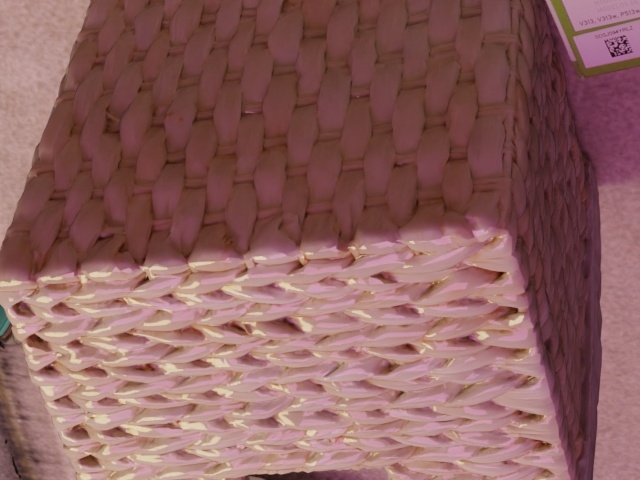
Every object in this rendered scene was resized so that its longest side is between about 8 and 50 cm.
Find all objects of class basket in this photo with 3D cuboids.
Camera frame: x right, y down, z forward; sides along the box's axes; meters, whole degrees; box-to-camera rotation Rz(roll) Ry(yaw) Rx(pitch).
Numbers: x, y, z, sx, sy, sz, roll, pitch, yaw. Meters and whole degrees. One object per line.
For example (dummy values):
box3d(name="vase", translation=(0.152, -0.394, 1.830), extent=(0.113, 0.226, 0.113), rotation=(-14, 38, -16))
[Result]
box3d(name="basket", translation=(0.000, 0.000, 1.023), extent=(0.328, 0.331, 0.266), rotation=(-6, 134, 16))

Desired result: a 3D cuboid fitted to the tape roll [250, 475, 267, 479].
box3d(name="tape roll", translation=(-0.069, 0.369, 1.509), extent=(0.246, 0.246, 0.169), rotation=(-24, 125, 34))

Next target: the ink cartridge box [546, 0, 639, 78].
box3d(name="ink cartridge box", translation=(0.147, -0.243, 0.836), extent=(0.097, 0.188, 0.255), rotation=(-10, 132, 25))

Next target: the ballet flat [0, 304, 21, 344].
box3d(name="ballet flat", translation=(-0.218, 0.015, 1.314), extent=(0.068, 0.072, 0.213), rotation=(1, 145, -27))
